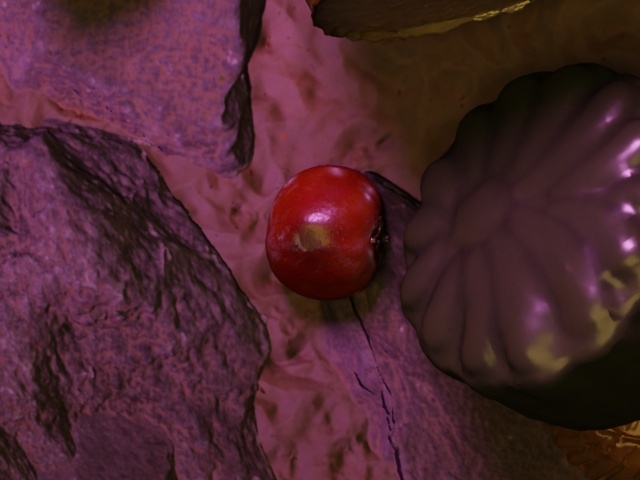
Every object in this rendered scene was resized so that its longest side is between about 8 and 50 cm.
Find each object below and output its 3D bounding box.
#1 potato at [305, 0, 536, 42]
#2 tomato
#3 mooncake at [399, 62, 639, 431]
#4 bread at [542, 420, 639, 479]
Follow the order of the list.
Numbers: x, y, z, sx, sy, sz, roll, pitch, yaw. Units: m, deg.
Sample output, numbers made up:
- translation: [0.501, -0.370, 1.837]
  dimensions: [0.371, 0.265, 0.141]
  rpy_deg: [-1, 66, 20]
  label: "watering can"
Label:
- translation: [0.140, -0.401, 1.530]
  dimensions: [0.442, 0.385, 0.319]
  rpy_deg: [-21, 77, 28]
  label: "potato"
- translation: [0.000, 0.000, 1.833]
  dimensions: [0.139, 0.091, 0.159]
  rpy_deg: [11, 110, 16]
  label: "tomato"
- translation: [0.244, 0.002, 1.619]
  dimensions: [0.356, 0.356, 0.194]
  rpy_deg: [-36, 136, 23]
  label: "mooncake"
- translation: [0.355, 0.152, 1.730]
  dimensions: [0.274, 0.149, 0.274]
  rpy_deg: [2, 100, 13]
  label: "bread"
